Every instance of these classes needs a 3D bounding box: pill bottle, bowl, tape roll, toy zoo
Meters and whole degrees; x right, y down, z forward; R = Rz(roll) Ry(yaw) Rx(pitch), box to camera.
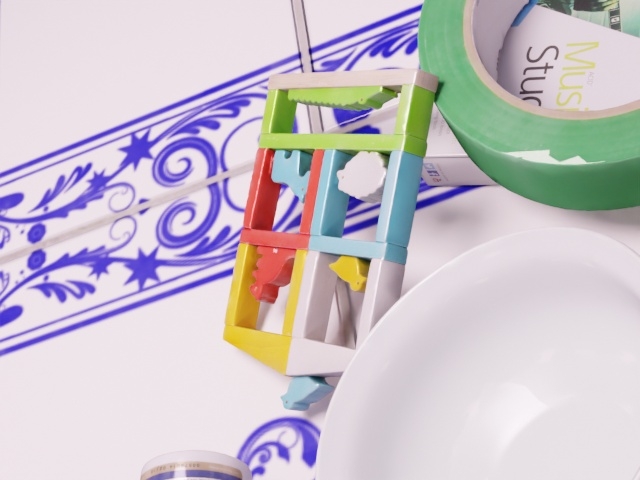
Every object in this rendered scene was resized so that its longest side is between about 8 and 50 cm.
[{"bbox_3d":[-0.103,0.263,1.019,0.094,0.094,0.169,-13,56,20],"label":"pill bottle"},{"bbox_3d":[0.150,0.147,0.910,0.297,0.134,0.298,-29,38,25],"label":"bowl"},{"bbox_3d":[0.242,-0.180,1.048,0.321,0.077,0.321,-13,58,21],"label":"tape roll"},{"bbox_3d":[0.000,0.000,1.090,0.192,0.030,0.293,7,85,49],"label":"toy zoo"}]

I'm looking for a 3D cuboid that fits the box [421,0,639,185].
[{"bbox_3d":[0.253,-0.161,1.113,0.322,0.058,0.232,1,63,27],"label":"box"}]
